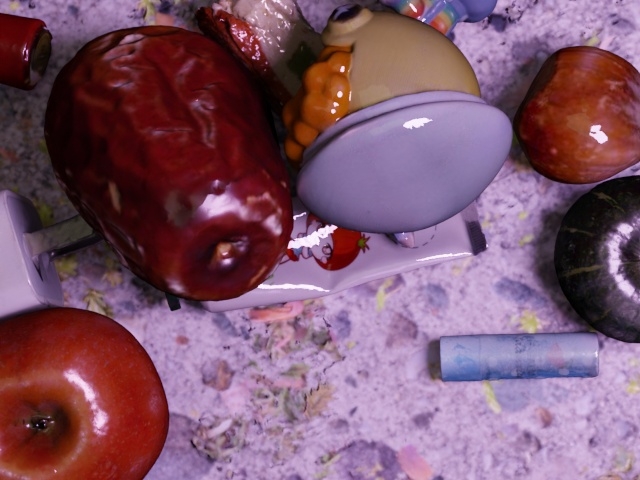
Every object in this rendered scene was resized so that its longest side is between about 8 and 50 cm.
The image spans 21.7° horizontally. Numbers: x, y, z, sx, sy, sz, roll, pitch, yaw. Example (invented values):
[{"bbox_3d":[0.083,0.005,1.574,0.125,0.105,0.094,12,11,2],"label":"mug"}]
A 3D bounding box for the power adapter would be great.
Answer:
[{"bbox_3d":[-0.317,0.018,1.704,0.205,0.130,0.125,-19,82,3],"label":"power adapter"}]

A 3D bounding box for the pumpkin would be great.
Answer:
[{"bbox_3d":[0.312,0.015,1.639,0.167,0.125,0.167,-2,73,6],"label":"pumpkin"}]

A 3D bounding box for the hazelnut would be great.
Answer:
[{"bbox_3d":[0.264,-0.118,1.647,0.143,0.154,0.143,5,114,11],"label":"hazelnut"}]

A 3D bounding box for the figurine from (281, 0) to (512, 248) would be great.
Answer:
[{"bbox_3d":[0.099,-0.190,1.614,0.205,0.224,0.382,7,77,30],"label":"figurine"}]

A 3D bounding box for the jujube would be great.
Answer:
[{"bbox_3d":[-0.141,-0.078,1.616,0.223,0.223,0.318,-35,43,2],"label":"jujube"}]

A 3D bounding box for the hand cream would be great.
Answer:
[{"bbox_3d":[0.000,0.000,1.711,0.336,0.076,0.121,-16,82,-2],"label":"hand cream"}]

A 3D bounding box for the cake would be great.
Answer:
[{"bbox_3d":[-0.029,-0.180,1.700,0.086,0.117,0.220,-43,80,-6],"label":"cake"}]

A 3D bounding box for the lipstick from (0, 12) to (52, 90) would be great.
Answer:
[{"bbox_3d":[-0.407,-0.218,1.763,0.241,0.080,0.080,13,86,8],"label":"lipstick"}]

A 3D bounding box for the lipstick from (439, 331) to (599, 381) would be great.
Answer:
[{"bbox_3d":[0.199,0.117,1.679,0.158,0.048,0.048,-2,84,6],"label":"lipstick"}]

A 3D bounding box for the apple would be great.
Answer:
[{"bbox_3d":[-0.262,0.173,1.649,0.218,0.201,0.218,0,88,0],"label":"apple"}]
